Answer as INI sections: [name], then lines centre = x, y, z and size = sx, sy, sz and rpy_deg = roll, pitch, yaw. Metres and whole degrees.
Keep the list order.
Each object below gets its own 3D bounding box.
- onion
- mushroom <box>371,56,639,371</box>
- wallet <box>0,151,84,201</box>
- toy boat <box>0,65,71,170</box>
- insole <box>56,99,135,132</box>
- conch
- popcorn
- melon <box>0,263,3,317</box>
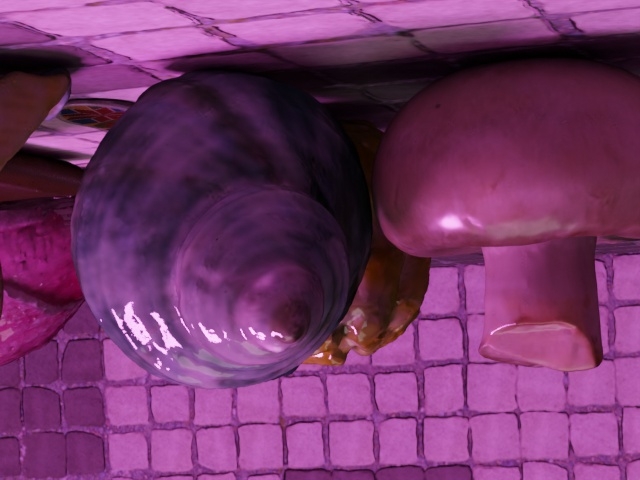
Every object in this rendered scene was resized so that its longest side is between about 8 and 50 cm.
[onion]
centre = -0.279, 0.036, 1.683
size = 0.348, 0.159, 0.267
rpy_deg = -5, -173, 3
[mushroom]
centre = 0.135, -0.014, 1.185
size = 0.204, 0.204, 0.204
rpy_deg = -3, 176, 0
[wallet]
centre = -0.275, -0.054, 1.478
size = 0.110, 0.031, 0.198
rpy_deg = -4, 175, 22
[toy boat]
centre = -0.277, -0.060, 1.076
size = 0.276, 0.084, 0.111
rpy_deg = 1, 172, -27
[insole]
centre = -0.140, -0.083, 1.343
size = 0.065, 0.006, 0.193
rpy_deg = -3, 175, 10
[conch]
centre = -0.052, 0.003, 1.161
size = 0.195, 0.220, 0.277
rpy_deg = -20, -161, -8
[popcorn]
centre = 0.000, 0.000, 1.397
size = 0.198, 0.198, 0.212
rpy_deg = -7, -179, 41
[melon]
centre = -0.345, 0.026, 1.231
size = 0.223, 0.223, 0.317
rpy_deg = -5, 174, 27
